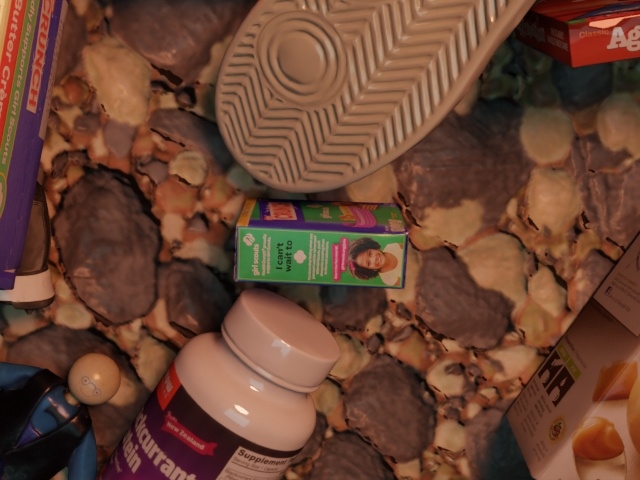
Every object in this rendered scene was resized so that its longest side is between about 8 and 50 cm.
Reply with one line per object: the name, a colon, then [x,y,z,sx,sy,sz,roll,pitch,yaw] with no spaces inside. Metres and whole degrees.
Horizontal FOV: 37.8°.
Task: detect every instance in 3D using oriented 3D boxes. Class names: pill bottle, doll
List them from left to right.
doll: [-0.217,0.152,0.683,0.189,0.046,0.129,-43,93,5]
pill bottle: [-0.071,0.132,0.645,0.108,0.108,0.193,32,103,-9]

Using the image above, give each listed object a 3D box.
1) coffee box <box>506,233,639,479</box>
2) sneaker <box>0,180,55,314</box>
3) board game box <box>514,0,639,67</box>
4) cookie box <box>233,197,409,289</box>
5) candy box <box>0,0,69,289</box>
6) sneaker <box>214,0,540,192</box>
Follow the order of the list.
coffee box: [0.260,0.077,0.633,0.141,0.098,0.246,30,104,-9]
sneaker: [-0.288,-0.024,0.620,0.234,0.078,0.106,10,100,-4]
board game box: [0.267,-0.142,0.545,0.281,0.145,0.027,-8,106,2]
cookie box: [0.000,0.000,0.615,0.107,0.092,0.040,2,104,-1]
candy box: [-0.317,-0.127,0.523,0.317,0.122,0.268,8,84,-4]
sneaker: [0.076,-0.161,0.560,0.131,0.148,0.350,48,124,-3]
